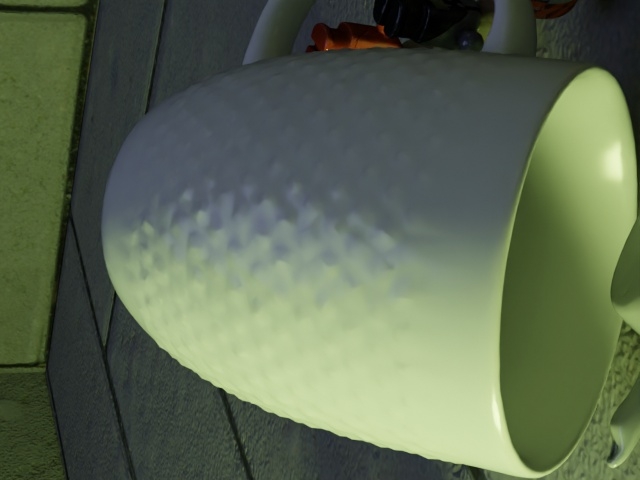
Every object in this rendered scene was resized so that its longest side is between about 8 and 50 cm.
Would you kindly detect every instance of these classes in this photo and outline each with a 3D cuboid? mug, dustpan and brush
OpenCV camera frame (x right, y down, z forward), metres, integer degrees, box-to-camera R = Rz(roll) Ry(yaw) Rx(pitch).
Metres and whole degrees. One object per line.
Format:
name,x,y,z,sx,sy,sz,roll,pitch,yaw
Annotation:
mug,0.034,-0.048,0.975,0.328,0.276,0.374,9,84,28
dustpan and brush,0.225,0.045,0.890,0.211,0.060,0.147,-57,8,-6

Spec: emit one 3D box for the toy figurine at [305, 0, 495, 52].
toy figurine,0.091,-0.113,1.202,0.209,0.148,0.213,-23,67,61

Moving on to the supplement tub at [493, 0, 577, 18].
supplement tub,0.182,-0.259,0.985,0.190,0.117,0.117,114,149,-47
